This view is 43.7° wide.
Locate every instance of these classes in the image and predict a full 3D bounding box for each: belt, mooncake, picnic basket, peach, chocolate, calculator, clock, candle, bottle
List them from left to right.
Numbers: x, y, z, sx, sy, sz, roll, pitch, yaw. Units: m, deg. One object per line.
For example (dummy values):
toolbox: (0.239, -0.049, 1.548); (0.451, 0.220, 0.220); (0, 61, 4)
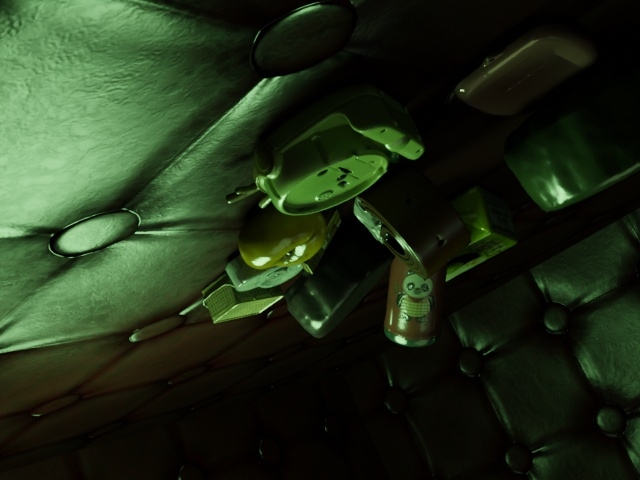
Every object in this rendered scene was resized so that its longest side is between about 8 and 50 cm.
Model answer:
picnic basket: (-0.177, 0.122, 1.828); (0.164, 0.079, 0.115); (-7, 156, -48)
candle: (-0.101, 0.044, 1.717); (0.168, 0.068, 0.192); (-36, 164, 30)
peach: (-0.070, -0.009, 1.526); (0.179, 0.103, 0.179); (-25, 163, -8)
clock: (0.001, -0.123, 1.280); (0.308, 0.096, 0.235); (-30, 164, 21)
mooncake: (0.039, 0.088, 1.854); (0.283, 0.141, 0.283); (-46, 172, -9)
belt: (0.169, -0.037, 1.539); (0.122, 0.217, 0.338); (-41, -179, -1)
bottle: (0.233, 0.079, 1.927); (0.143, 0.336, 0.144); (2, -159, -1)
chocolate: (0.353, -0.005, 2.097); (0.288, 0.137, 0.301); (-31, 162, 22)
calculator: (0.360, -0.286, 1.373); (0.220, 0.048, 0.329); (-34, 162, 33)
mooncake: (0.532, -0.210, 1.540); (0.356, 0.194, 0.356); (-29, 179, -1)

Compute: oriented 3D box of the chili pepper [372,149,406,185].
chili pepper: (0.082, -0.125, 1.454); (0.224, 0.061, 0.098); (-36, 175, 26)

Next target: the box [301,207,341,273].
box: (0.000, 0.000, 1.668); (0.133, 0.023, 0.090); (-61, 169, -8)
